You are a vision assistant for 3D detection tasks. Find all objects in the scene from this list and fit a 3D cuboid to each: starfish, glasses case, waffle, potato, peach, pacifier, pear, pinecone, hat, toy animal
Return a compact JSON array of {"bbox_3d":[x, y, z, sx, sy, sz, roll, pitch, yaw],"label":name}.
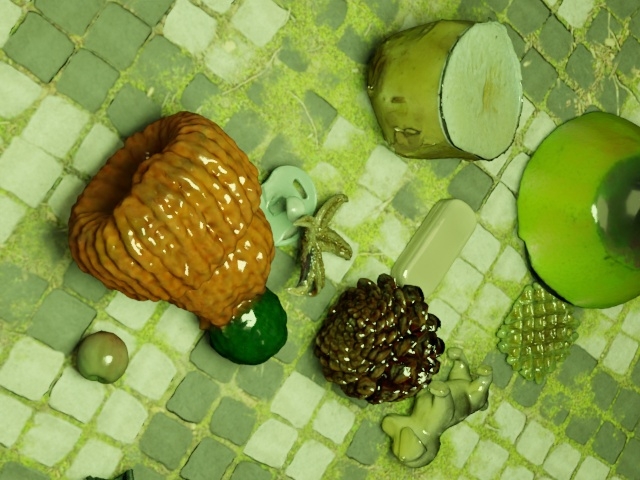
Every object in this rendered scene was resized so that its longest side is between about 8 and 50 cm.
[{"bbox_3d":[-0.007,-0.001,1.402,0.238,0.057,0.213,53,52,-58],"label":"starfish"},{"bbox_3d":[0.205,0.014,1.547,0.083,0.050,0.196,41,79,-23],"label":"glasses case"},{"bbox_3d":[0.424,0.178,1.662,0.169,0.036,0.183,42,77,-20],"label":"waffle"},{"bbox_3d":[0.203,-0.254,1.463,0.299,0.196,0.247,5,95,-52],"label":"potato"},{"bbox_3d":[-0.332,0.178,1.315,0.083,0.083,0.083,-2,95,-23],"label":"peach"},{"bbox_3d":[-0.058,-0.047,1.394,0.150,0.116,0.127,-32,112,-20],"label":"pacifier"},{"bbox_3d":[0.571,-0.057,1.619,0.398,0.165,0.399,0,91,-26],"label":"pear"},{"bbox_3d":[0.108,0.173,1.442,0.221,0.221,0.221,-2,95,-23],"label":"pinecone"},{"bbox_3d":[-0.156,0.023,1.283,0.400,0.285,0.285,45,77,-24],"label":"hat"},{"bbox_3d":[0.211,0.295,1.543,0.233,0.121,0.169,-27,121,-29],"label":"toy animal"}]

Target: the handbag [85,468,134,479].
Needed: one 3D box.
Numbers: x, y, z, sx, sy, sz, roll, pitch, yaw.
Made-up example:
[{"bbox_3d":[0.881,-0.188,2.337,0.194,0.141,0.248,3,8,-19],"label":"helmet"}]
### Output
[{"bbox_3d":[-0.300,0.490,1.256,0.079,0.260,0.248,1,95,-19],"label":"handbag"}]
